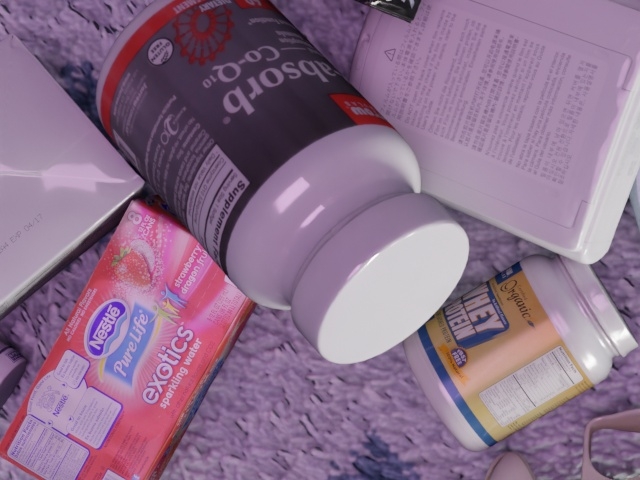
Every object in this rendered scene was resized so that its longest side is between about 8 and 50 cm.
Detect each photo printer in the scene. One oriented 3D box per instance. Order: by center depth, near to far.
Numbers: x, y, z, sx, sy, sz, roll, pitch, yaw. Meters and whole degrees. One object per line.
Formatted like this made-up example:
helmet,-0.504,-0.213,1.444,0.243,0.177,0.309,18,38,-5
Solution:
photo printer,0.171,-0.148,1.629,0.307,0.107,0.256,23,103,27

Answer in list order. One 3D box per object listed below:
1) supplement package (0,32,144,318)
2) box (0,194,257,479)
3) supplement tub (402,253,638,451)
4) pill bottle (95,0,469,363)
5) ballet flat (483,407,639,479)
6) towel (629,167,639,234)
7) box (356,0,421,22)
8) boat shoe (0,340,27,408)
supplement package,-0.342,-0.039,1.688,0.262,0.145,0.204,-41,89,-12
box,-0.184,0.117,1.719,0.154,0.142,0.300,29,98,4
supplement tub,0.198,0.104,1.667,0.199,0.144,0.144,-32,90,9
pill bottle,-0.037,-0.067,1.584,0.210,0.210,0.363,-47,60,9
ballet flat,0.281,0.272,1.684,0.482,0.164,0.182,-18,71,3
towel,0.457,-0.084,1.646,0.320,0.090,0.374,-15,93,9
box,0.028,-0.388,1.601,0.295,0.073,0.293,31,103,45
boat shoe,-0.417,0.207,1.792,0.084,0.095,0.258,36,88,7
